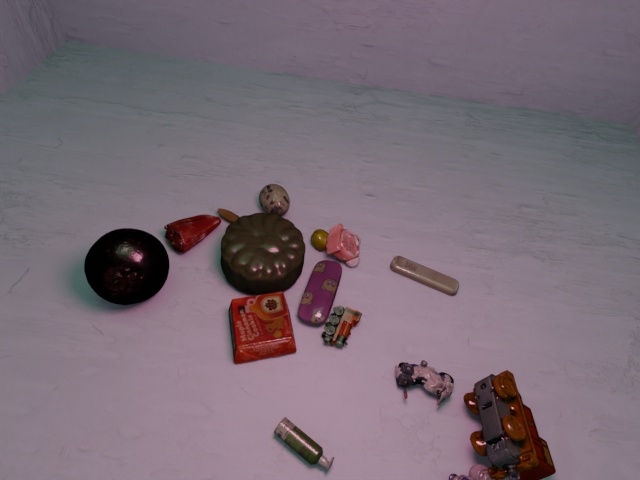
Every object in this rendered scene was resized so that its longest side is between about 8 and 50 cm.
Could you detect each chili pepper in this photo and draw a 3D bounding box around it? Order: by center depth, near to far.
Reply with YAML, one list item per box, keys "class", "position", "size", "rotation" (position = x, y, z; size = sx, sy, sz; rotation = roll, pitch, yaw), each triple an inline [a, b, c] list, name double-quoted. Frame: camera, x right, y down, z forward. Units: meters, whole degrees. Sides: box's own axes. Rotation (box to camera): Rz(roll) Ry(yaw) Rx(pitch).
- class: "chili pepper"
  position: [-0.561, -0.051, 1.813]
  size: [0.144, 0.136, 0.253]
  rotation: [-11, 18, 45]

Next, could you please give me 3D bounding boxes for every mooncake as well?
- class: "mooncake"
  position: [-0.239, 0.049, 1.699]
  size: [0.356, 0.194, 0.356]
  rotation: [3, 49, -3]

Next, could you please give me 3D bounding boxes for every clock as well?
- class: "clock"
  position: [0.107, 0.027, 1.810]
  size: [0.162, 0.093, 0.166]
  rotation: [32, 48, -30]

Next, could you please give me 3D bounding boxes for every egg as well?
- class: "egg"
  position: [-0.216, -0.187, 1.937]
  size: [0.141, 0.141, 0.181]
  rotation: [-18, 53, -21]

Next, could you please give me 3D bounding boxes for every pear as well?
- class: "pear"
  position: [0.000, 0.000, 1.847]
  size: [0.092, 0.092, 0.097]
  rotation: [2, 66, -6]

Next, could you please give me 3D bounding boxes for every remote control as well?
- class: "remote control"
  position: [0.460, 0.151, 1.803]
  size: [0.310, 0.038, 0.090]
  rotation: [23, 49, 11]

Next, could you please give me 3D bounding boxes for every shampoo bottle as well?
- class: "shampoo bottle"
  position: [-0.051, 0.649, 1.294]
  size: [0.204, 0.065, 0.065]
  rotation: [32, 53, 19]

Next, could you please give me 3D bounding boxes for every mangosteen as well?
- class: "mangosteen"
  position: [-0.720, 0.099, 1.556]
  size: [0.297, 0.313, 0.297]
  rotation: [0, 87, -1]

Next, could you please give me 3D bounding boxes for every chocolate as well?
- class: "chocolate"
  position: [-0.222, 0.317, 1.530]
  size: [0.235, 0.108, 0.237]
  rotation: [-7, 52, -11]

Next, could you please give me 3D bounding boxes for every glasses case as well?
- class: "glasses case"
  position: [0.003, 0.204, 1.669]
  size: [0.123, 0.076, 0.316]
  rotation: [9, 47, 13]

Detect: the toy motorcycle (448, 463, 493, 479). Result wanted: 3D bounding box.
- class: "toy motorcycle"
  position: [0.427, 0.776, 1.237]
  size: [0.254, 0.112, 0.112]
  rotation: [-18, 54, -23]

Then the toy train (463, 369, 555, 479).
- class: "toy train"
  position: [0.612, 0.614, 1.323]
  size: [0.232, 0.163, 0.369]
  rotation: [36, 33, -15]

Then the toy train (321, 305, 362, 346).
- class: "toy train"
  position: [0.080, 0.333, 1.579]
  size: [0.118, 0.074, 0.176]
  rotation: [22, 48, 7]

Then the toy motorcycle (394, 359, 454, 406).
- class: "toy motorcycle"
  position: [0.375, 0.506, 1.457]
  size: [0.221, 0.102, 0.150]
  rotation: [14, 29, 1]

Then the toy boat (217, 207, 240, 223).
- class: "toy boat"
  position: [-0.418, -0.109, 1.906]
  size: [0.149, 0.049, 0.047]
  rotation: [29, 83, 14]
